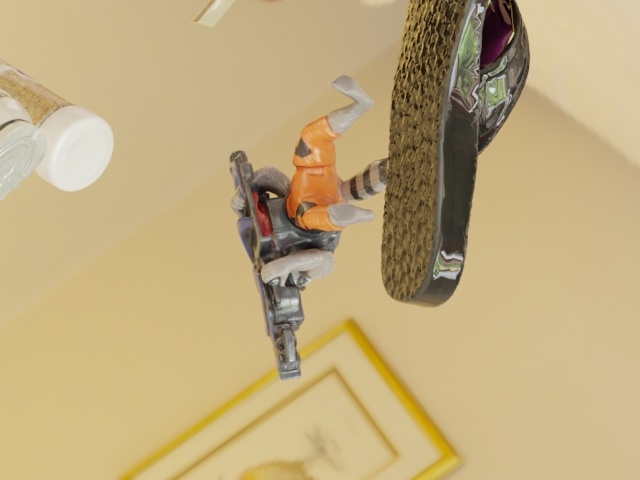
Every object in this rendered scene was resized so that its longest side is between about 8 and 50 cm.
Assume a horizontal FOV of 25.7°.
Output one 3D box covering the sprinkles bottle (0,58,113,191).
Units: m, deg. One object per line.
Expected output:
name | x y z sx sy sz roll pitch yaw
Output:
sprinkles bottle | -0.469 -0.199 2.107 0.355 0.121 0.121 31 165 30

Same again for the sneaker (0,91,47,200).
sneaker | -0.403 -0.061 1.505 0.095 0.235 0.090 45 172 30

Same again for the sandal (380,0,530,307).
sandal | 0.151 -0.147 1.512 0.107 0.445 0.167 9 178 -23

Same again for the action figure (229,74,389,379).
action figure | 0.000 0.000 1.812 0.330 0.179 0.341 128 135 -57

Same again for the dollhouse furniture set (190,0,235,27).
dollhouse furniture set | -0.117 -0.300 1.567 0.081 0.114 0.091 41 172 -20
